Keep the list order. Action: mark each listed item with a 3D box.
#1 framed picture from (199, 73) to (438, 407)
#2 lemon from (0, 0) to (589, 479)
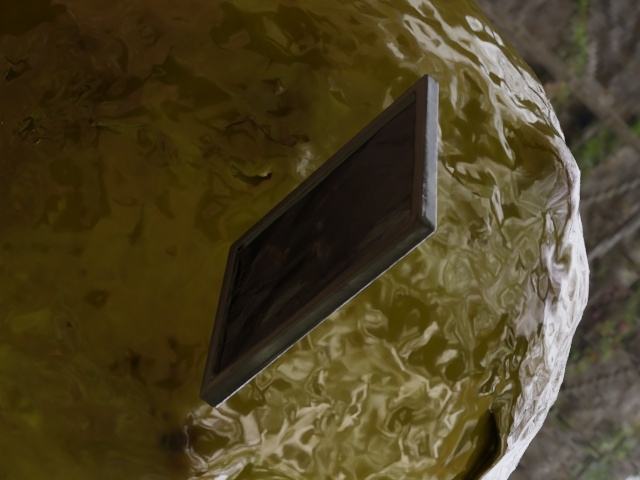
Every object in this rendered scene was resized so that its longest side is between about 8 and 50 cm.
[{"bbox_3d":[0.000,0.000,0.390,0.089,0.006,0.066,-40,-154,33],"label":"framed picture"},{"bbox_3d":[-0.050,-0.006,0.689,0.350,0.350,0.387,-42,-159,15],"label":"lemon"}]
